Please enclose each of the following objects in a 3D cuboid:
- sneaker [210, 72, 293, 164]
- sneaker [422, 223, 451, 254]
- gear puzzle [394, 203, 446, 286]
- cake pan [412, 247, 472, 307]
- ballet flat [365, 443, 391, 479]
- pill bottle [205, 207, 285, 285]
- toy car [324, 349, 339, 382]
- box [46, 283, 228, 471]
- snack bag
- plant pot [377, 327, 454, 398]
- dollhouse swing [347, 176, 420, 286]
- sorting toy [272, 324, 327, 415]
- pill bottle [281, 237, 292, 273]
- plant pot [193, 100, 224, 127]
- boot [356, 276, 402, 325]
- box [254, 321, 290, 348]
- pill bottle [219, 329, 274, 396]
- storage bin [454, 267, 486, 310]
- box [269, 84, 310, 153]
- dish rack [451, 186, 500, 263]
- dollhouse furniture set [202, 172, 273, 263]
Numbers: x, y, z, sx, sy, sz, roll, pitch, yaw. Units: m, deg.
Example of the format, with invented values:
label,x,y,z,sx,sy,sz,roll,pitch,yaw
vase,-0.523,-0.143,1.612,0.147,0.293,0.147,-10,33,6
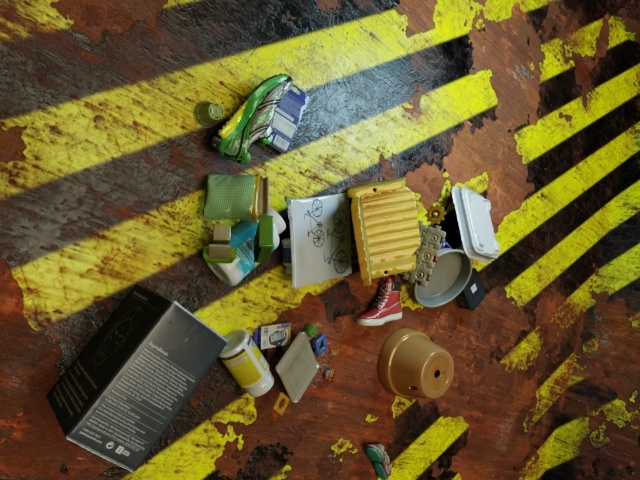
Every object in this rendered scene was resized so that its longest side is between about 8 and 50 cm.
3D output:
label,x,y,z,sx,sy,sz,roll,pitch,yaw
sneaker,-0.194,-0.386,1.611,0.146,0.134,0.343,39,80,-14
sneaker,0.474,-0.001,2.160,0.236,0.105,0.095,36,75,-32
gear puzzle,0.416,0.010,2.070,0.044,0.176,0.338,20,91,-61
cake pan,0.515,0.155,2.174,0.294,0.054,0.292,-13,124,-20
ballet flat,0.247,0.904,2.118,0.079,0.077,0.221,-49,126,-43
pill bottle,-0.234,0.011,1.625,0.264,0.146,0.146,-44,118,-24
toy car,0.041,0.481,1.951,0.041,0.060,0.121,9,67,6
box,-0.499,0.350,1.379,0.212,0.294,0.395,46,70,-31
snack bag,0.000,0.000,1.817,0.343,0.037,0.322,-13,104,-49
plant pot,0.412,0.527,2.109,0.291,0.204,0.290,-4,96,-35
dollhouse swing,0.250,-0.030,1.847,0.316,0.305,0.346,-11,102,-7
sorting toy,-0.089,0.450,1.806,0.347,0.047,0.195,-53,136,-38
pill bottle,-0.100,0.053,1.774,0.067,0.067,0.120,-9,100,-35
plant pot,-0.334,-0.390,1.552,0.083,0.079,0.083,-5,98,-36
boot,0.233,0.241,2.025,0.244,0.089,0.176,-9,100,-43
box,-0.168,0.333,1.779,0.136,0.028,0.081,-2,96,-37
pill bottle,-0.244,0.409,1.676,0.119,0.119,0.208,-39,115,-26
storage bin,0.676,0.219,2.340,0.122,0.084,0.180,-40,117,-26
box,-0.131,-0.425,1.720,0.137,0.037,0.225,28,80,-34
dish rack,0.696,-0.075,2.236,0.286,0.073,0.332,13,64,-48
dollhouse furniture set,-0.246,-0.096,1.502,0.198,0.151,0.301,2,67,-11
